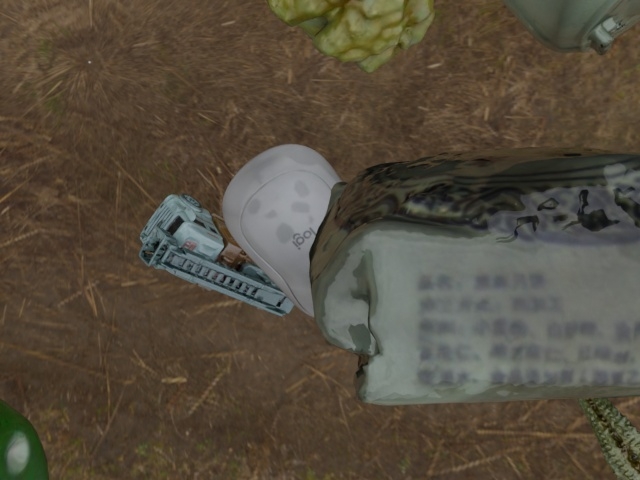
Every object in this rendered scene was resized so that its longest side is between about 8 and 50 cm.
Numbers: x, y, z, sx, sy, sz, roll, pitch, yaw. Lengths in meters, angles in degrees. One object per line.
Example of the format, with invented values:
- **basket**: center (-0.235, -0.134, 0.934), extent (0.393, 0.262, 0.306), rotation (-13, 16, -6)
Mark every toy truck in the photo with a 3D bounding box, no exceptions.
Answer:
- **toy truck**: center (-0.200, 0.036, 1.644), extent (0.338, 0.184, 0.133), rotation (29, 104, -38)

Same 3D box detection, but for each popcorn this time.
- **popcorn**: center (0.036, -0.392, 1.105), extent (0.279, 0.274, 0.336), rotation (6, 60, -40)

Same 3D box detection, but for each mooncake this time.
- **mooncake**: center (0.116, 0.011, 0.515), extent (0.254, 0.250, 0.136), rotation (0, 97, -4)

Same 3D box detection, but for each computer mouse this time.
- **computer mouse**: center (0.000, 0.000, 1.177), extent (0.184, 0.121, 0.297), rotation (-36, 117, 4)

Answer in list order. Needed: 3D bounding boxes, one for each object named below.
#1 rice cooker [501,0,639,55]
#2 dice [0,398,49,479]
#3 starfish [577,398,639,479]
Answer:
- **rice cooker**: center (0.169, -0.261, 0.537), extent (0.226, 0.226, 0.244), rotation (-40, 80, -4)
- **dice**: center (-0.671, 0.450, 1.471), extent (0.297, 0.287, 0.300), rotation (-1, 113, 10)
- **starfish**: center (0.237, 0.177, 0.581), extent (0.216, 0.224, 0.050), rotation (-28, 149, 17)
